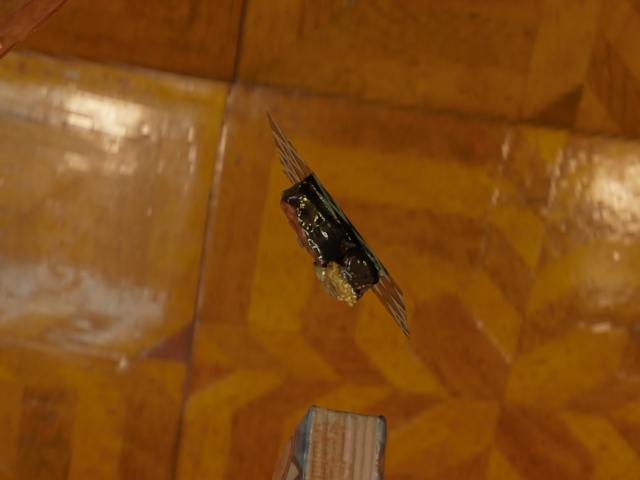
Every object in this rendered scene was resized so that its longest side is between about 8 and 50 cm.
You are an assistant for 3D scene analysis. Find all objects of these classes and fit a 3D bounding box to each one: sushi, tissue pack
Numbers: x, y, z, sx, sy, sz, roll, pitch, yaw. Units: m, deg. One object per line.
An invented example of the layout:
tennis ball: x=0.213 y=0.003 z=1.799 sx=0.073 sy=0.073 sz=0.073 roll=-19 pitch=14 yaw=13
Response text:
sushi: x=0.000 y=0.000 z=1.076 sx=0.026 sy=0.120 sz=0.126 roll=-35 pitch=75 yaw=-5
tissue pack: x=-0.001 y=0.199 z=1.291 sx=0.065 sy=0.155 sz=0.115 roll=9 pitch=151 yaw=-10

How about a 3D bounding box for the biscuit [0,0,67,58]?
biscuit: x=-0.160 y=-0.132 z=0.676 sx=0.186 sy=0.192 sz=0.036 roll=-37 pitch=157 yaw=-1
